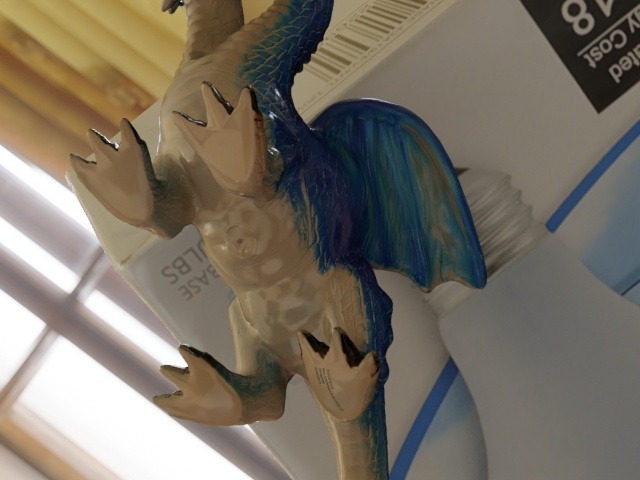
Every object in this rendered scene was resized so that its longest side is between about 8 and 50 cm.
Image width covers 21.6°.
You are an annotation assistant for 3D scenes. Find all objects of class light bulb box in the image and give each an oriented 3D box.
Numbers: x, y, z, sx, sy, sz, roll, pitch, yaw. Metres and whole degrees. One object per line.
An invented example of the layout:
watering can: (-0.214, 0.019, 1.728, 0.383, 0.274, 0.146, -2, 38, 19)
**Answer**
light bulb box: (0.131, 0.012, 0.828, 0.358, 0.361, 0.225, -39, 19, -2)

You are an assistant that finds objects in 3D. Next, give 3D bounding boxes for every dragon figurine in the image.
dragon figurine: (0.000, 0.000, 0.594, 0.085, 0.289, 0.144, -20, 8, 31)
